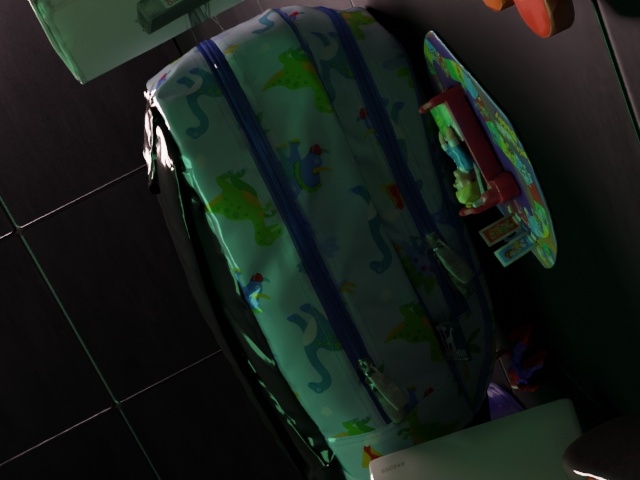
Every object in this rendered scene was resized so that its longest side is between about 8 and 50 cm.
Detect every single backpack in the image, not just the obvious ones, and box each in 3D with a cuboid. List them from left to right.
[{"bbox_3d":[0.000,0.000,1.079,0.355,0.273,0.290,50,-171,-25],"label":"backpack"}]

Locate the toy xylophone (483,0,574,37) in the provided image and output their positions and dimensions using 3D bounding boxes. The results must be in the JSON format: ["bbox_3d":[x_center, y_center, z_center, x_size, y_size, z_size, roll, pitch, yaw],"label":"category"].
[{"bbox_3d":[0.009,-0.210,0.667,0.236,0.081,0.323,65,174,-22],"label":"toy xylophone"}]

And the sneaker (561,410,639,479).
[{"bbox_3d":[0.205,0.182,0.706,0.145,0.090,0.270,63,178,-8],"label":"sneaker"}]

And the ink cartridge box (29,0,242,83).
[{"bbox_3d":[-0.112,-0.231,0.990,0.159,0.218,0.092,60,174,29],"label":"ink cartridge box"}]

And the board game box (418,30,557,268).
[{"bbox_3d":[0.093,-0.052,0.912,0.169,0.033,0.133,57,173,43],"label":"board game box"}]

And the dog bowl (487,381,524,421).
[{"bbox_3d":[0.135,0.262,1.312,0.265,0.104,0.265,163,90,-71],"label":"dog bowl"}]

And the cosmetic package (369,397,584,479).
[{"bbox_3d":[0.167,0.307,1.015,0.197,0.155,0.365,-101,-13,-46],"label":"cosmetic package"}]

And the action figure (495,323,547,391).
[{"bbox_3d":[0.153,0.096,1.100,0.038,0.030,0.115,57,175,19],"label":"action figure"}]
